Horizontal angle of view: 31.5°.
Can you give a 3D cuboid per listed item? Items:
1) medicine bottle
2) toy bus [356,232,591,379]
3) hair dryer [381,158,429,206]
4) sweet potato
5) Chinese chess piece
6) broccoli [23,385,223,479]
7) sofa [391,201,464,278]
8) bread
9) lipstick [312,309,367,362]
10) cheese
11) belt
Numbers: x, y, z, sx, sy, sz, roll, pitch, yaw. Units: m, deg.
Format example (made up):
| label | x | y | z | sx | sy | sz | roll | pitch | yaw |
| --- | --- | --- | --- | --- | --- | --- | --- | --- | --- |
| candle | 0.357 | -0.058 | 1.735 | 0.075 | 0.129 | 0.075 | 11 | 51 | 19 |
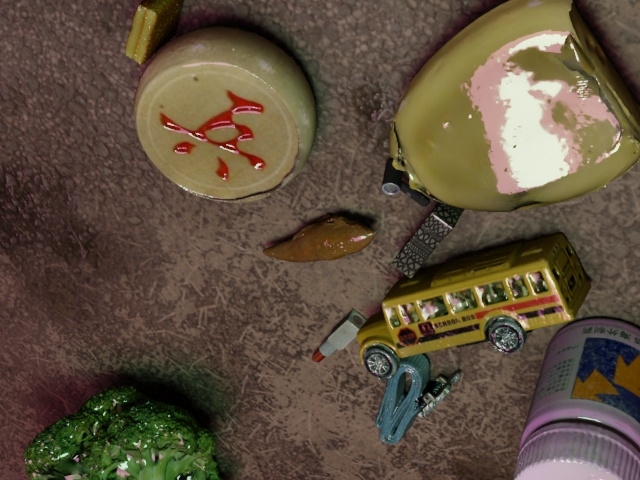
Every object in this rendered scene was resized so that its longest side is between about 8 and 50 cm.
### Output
| label | x | y | z | sx | sy | sz | roll | pitch | yaw |
| --- | --- | --- | --- | --- | --- | --- | --- | --- | --- |
| medicine bottle | 0.364 | 0.255 | 1.516 | 0.178 | 0.291 | 0.178 | 11 | 126 | 16 |
| toy bus | 0.198 | 0.092 | 1.584 | 0.335 | 0.121 | 0.123 | -16 | 107 | 32 |
| hair dryer | 0.120 | -0.073 | 1.554 | 0.083 | 0.047 | 0.026 | 33 | 142 | -27 |
| sweet potato | 0.000 | 0.000 | 1.649 | 0.205 | 0.060 | 0.068 | -16 | 79 | 34 |
| Chinese chess piece | -0.128 | -0.169 | 1.535 | 0.249 | 0.103 | 0.250 | 7 | 131 | 8 |
| broccoli | -0.332 | 0.420 | 1.948 | 0.413 | 0.321 | 0.310 | -39 | 76 | 17 |
| sofa | 0.149 | -0.006 | 1.571 | 0.039 | 0.060 | 0.118 | 38 | 132 | 3 |
| bread | -0.217 | -0.293 | 1.504 | 0.035 | 0.094 | 0.090 | 29 | 133 | 3 |
| lipstick | 0.023 | 0.157 | 1.767 | 0.030 | 0.030 | 0.129 | 38 | 130 | -6 |
| cheese | 0.228 | -0.144 | 1.401 | 0.315 | 0.128 | 0.260 | -29 | 101 | 30 |
| belt | 0.143 | 0.254 | 1.767 | 0.100 | 0.065 | 0.179 | 28 | 133 | 14 |
